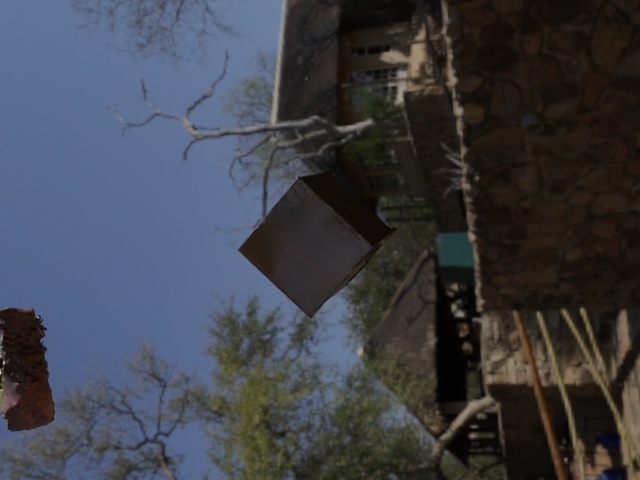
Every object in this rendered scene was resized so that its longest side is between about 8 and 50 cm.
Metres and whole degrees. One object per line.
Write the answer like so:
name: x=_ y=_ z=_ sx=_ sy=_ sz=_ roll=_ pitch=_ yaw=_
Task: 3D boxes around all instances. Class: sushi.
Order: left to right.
sushi: x=-0.554 y=0.252 z=1.308 sx=0.161 sy=0.108 sz=0.241 roll=57 pitch=144 yaw=39

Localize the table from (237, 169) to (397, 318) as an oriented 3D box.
table: x=0.000 y=0.000 z=1.213 sx=0.169 sy=0.172 sz=0.193 roll=43 pitch=-161 yaw=6
